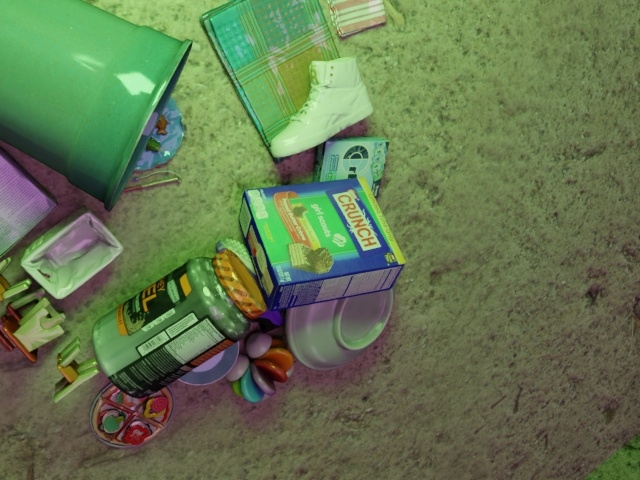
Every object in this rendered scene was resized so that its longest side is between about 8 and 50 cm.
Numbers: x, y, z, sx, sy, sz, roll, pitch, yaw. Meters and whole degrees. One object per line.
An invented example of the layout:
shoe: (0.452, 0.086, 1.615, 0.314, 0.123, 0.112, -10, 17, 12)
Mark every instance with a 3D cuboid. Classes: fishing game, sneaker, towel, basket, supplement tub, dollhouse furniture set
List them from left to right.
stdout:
dollhouse furniture set: (-0.570, 0.175, 1.083, 0.135, 0.259, 0.262, -38, 106, -18)
basket: (-0.512, 0.019, 1.163, 0.167, 0.103, 0.113, -41, 121, -12)
fishing game: (-0.377, -0.236, 1.190, 0.189, 0.041, 0.264, -15, 113, -21)
supplement tub: (-0.300, 0.174, 1.226, 0.338, 0.207, 0.207, -32, 120, 3)
sneaker: (-0.181, 0.129, 1.380, 0.146, 0.102, 0.293, -40, 121, 0)
towel: (-0.074, -0.397, 1.300, 0.271, 0.040, 0.370, -34, 120, -14)
sneaker: (-0.017, -0.317, 1.286, 0.292, 0.108, 0.169, -35, 121, -26)
towel: (0.079, -0.595, 1.321, 0.144, 0.029, 0.197, -26, 117, -20)

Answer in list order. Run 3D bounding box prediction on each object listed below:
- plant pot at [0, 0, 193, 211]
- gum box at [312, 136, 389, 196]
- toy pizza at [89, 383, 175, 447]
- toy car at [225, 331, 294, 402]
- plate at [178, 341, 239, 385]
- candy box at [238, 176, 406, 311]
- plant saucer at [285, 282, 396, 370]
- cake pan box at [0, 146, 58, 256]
plant pot: (-0.445, -0.274, 0.968, 0.334, 0.341, 0.341, 26, 93, -18)
gum box: (0.075, -0.184, 1.435, 0.184, 0.041, 0.157, -5, 120, -26)
toy pizza: (-0.453, 0.420, 1.373, 0.201, 0.032, 0.201, -9, 111, -26)
toy car: (-0.146, 0.340, 1.450, 0.182, 0.136, 0.159, -44, 122, -7)
plate: (-0.296, 0.264, 1.391, 0.188, 0.024, 0.188, -2, 100, -14)
candy box: (0.000, 0.000, 1.313, 0.317, 0.268, 0.122, -8, 147, -25)
plant saucer: (0.088, 0.174, 1.488, 0.400, 0.100, 0.401, -20, 121, -38)
cake pan box: (-0.687, -0.069, 1.062, 0.267, 0.070, 0.246, -45, 120, -8)
